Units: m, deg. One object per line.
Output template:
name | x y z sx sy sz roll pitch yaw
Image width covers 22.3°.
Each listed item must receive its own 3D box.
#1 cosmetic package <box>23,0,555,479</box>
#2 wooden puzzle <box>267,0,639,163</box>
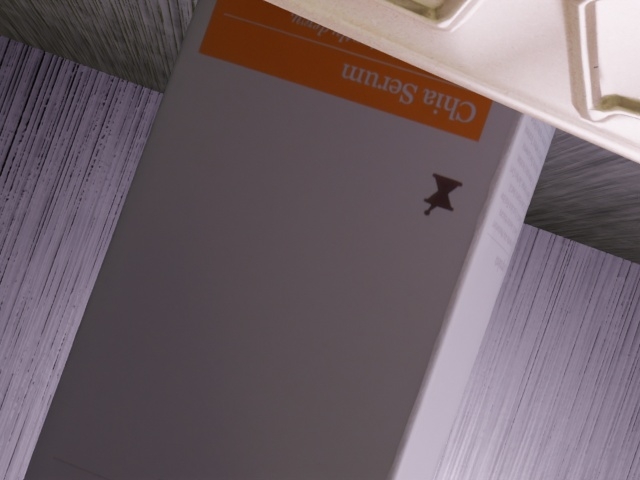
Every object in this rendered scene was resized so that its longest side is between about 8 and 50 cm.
cosmetic package | 0.000 0.000 1.063 0.230 0.453 0.161 18 178 14
wooden puzzle | 0.108 -0.141 0.516 0.348 0.080 0.322 26 153 -10
